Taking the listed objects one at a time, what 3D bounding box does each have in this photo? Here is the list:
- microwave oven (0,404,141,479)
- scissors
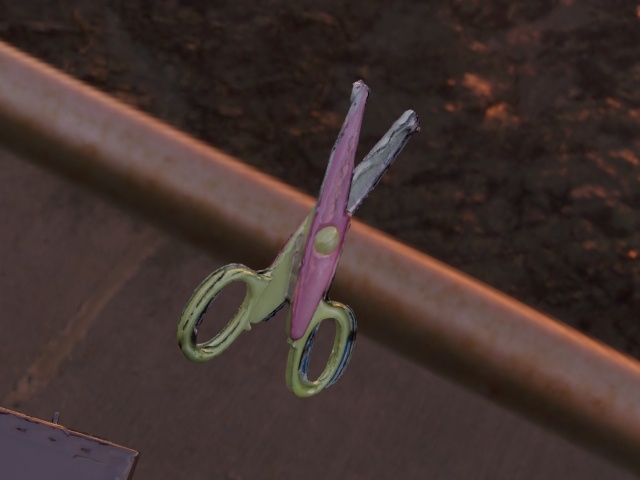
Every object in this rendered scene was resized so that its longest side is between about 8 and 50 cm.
[{"bbox_3d":[-0.281,0.184,0.865,0.247,0.178,0.188,23,81,-31],"label":"microwave oven"},{"bbox_3d":[0.000,0.000,0.752,0.134,0.187,0.020,23,5,-44],"label":"scissors"}]
